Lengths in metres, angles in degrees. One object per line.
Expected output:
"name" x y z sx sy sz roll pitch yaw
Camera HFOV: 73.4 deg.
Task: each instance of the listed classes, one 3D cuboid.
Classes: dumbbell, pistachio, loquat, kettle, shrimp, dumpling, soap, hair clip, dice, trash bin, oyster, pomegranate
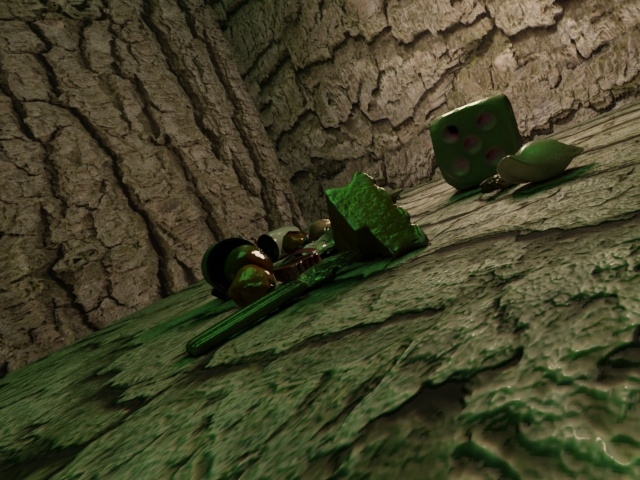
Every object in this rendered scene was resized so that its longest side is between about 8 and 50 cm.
"dumbbell" 0.000 0.000 1.834 0.209 0.099 0.099 -21 5 20
"pistachio" 0.032 -0.052 2.102 0.185 0.124 0.124 -23 4 -20
"loquat" -0.195 0.135 1.254 0.138 0.112 0.137 -14 37 11
"kettle" -0.187 0.016 2.350 0.222 0.161 0.237 15 25 34
"shrimp" 0.012 0.087 1.150 0.224 0.047 0.126 -28 11 18
"dumpling" 0.637 -0.222 1.254 0.216 0.126 0.166 -33 -21 -8
"soap" 0.166 0.015 1.249 0.170 0.304 0.338 -31 -33 -11
"hair clip" -0.075 0.047 1.457 0.137 0.022 0.054 -20 9 32
"dice" 0.664 -0.407 1.813 0.319 0.329 0.322 -15 8 31
"shrimp" 0.634 -0.205 1.375 0.296 0.058 0.169 -22 5 -35
"trash bin" -0.357 0.100 1.716 0.277 0.217 0.263 -60 15 -14
"oyster" 0.049 -0.002 1.693 0.200 0.086 0.252 -10 19 30
"pomegranate" -0.268 0.119 1.525 0.209 0.180 0.180 -52 -1 12

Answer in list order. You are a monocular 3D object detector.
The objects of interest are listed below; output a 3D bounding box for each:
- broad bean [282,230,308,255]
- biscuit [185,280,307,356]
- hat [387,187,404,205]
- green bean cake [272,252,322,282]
"broad bean" -0.108 0.014 2.080 0.156 0.121 0.228 6 5 -12
"biscuit" -0.169 0.176 1.027 0.323 0.038 0.099 -30 12 -26
"hat" 0.229 -0.105 1.698 0.258 0.130 0.257 -22 5 2
"green bean cake" -0.075 0.093 1.428 0.136 0.056 0.135 -26 5 -35
